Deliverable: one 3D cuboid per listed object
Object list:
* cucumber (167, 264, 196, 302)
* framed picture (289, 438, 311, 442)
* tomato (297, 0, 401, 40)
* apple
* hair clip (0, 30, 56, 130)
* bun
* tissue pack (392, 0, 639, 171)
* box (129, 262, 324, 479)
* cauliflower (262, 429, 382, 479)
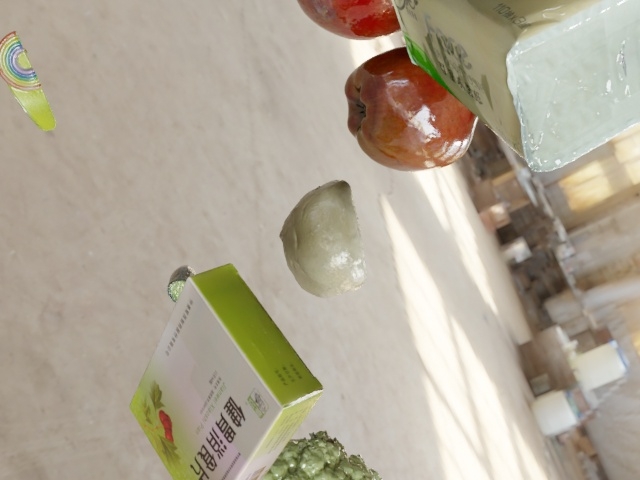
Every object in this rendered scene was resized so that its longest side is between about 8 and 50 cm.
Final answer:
[{"bbox_3d":[-0.234,0.072,1.653,0.048,0.048,0.105,59,7,-17],"label":"cucumber"},{"bbox_3d":[-0.101,0.407,1.871,0.281,0.209,0.019,97,-6,-72],"label":"framed picture"},{"bbox_3d":[0.072,-0.456,1.591,0.265,0.265,0.265,55,17,-27],"label":"tomato"},{"bbox_3d":[0.159,-0.224,1.653,0.234,0.234,0.234,55,17,-27],"label":"apple"},{"bbox_3d":[-0.524,-0.274,1.714,0.033,0.060,0.188,-103,173,-60],"label":"hair clip"},{"bbox_3d":[0.000,0.000,1.357,0.173,0.113,0.166,88,-7,-70],"label":"bun"},{"bbox_3d":[0.314,-0.310,1.289,0.205,0.332,0.405,65,-4,-35],"label":"tissue pack"},{"bbox_3d":[-0.113,0.173,1.057,0.062,0.260,0.175,-18,60,-41],"label":"box"},{"bbox_3d":[-0.042,0.396,1.390,0.250,0.272,0.275,-7,-77,65],"label":"cauliflower"}]
